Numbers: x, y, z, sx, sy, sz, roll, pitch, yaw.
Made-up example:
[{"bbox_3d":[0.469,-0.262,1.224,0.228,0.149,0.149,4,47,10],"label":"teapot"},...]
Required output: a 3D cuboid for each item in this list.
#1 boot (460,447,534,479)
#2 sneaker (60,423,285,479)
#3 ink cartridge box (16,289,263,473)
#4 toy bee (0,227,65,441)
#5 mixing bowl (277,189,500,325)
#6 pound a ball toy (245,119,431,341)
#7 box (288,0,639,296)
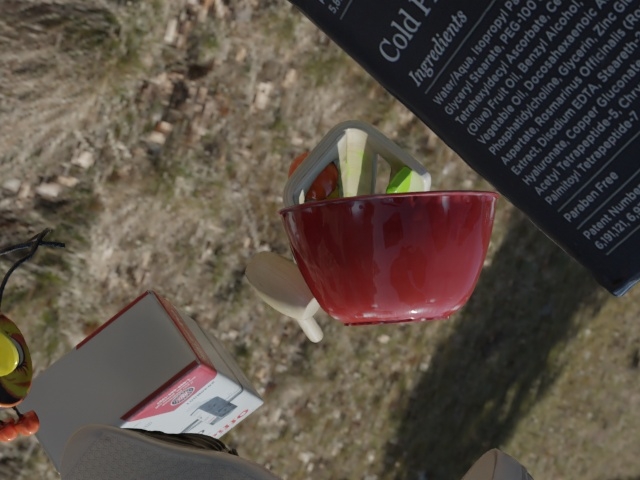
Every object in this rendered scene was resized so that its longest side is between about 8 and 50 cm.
[{"bbox_3d":[0.126,0.226,0.639,0.095,0.123,0.258,-53,177,23],"label":"boot"},{"bbox_3d":[-0.080,0.234,0.959,0.147,0.295,0.105,20,85,-60],"label":"sneaker"},{"bbox_3d":[-0.205,0.190,1.269,0.197,0.114,0.273,-38,160,-1],"label":"ink cartridge box"},{"bbox_3d":[-0.293,0.099,0.865,0.298,0.195,0.162,-26,94,-40],"label":"toy bee"},{"bbox_3d":[0.059,0.018,0.861,0.181,0.181,0.098,4,80,-72],"label":"mixing bowl"},{"bbox_3d":[0.000,0.000,1.146,0.208,0.135,0.319,-50,168,-11],"label":"pound a ball toy"},{"bbox_3d":[0.131,-0.209,0.491,0.343,0.312,0.179,-44,173,-42],"label":"box"}]
